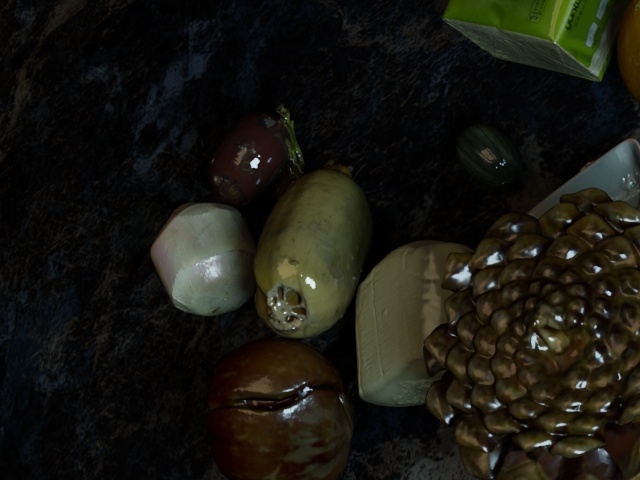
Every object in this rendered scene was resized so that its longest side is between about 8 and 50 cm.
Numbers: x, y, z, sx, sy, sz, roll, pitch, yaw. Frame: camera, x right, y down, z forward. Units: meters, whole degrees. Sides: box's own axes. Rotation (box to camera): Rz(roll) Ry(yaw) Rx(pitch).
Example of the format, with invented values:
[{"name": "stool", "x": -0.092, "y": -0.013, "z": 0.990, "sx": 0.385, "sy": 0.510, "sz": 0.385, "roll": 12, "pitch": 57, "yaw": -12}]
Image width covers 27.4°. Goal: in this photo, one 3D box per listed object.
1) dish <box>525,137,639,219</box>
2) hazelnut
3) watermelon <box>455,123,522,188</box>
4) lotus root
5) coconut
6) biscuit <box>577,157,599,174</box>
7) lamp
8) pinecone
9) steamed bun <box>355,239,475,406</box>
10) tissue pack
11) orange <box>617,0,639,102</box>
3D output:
[{"name": "dish", "x": 0.333, "y": -0.006, "z": 1.641, "sx": 0.234, "sy": 0.064, "sz": 0.154, "roll": -38, "pitch": 33, "yaw": 28}, {"name": "hazelnut", "x": -0.049, "y": 0.242, "z": 1.833, "sx": 0.218, "sy": 0.234, "sz": 0.218, "roll": -6, "pitch": 33, "yaw": 4}, {"name": "watermelon", "x": 0.233, "y": -0.115, "z": 1.806, "sx": 0.078, "sy": 0.078, "sz": 0.111, "roll": -52, "pitch": 56, "yaw": 12}, {"name": "lotus root", "x": 0.000, "y": 0.000, "z": 1.872, "sx": 0.151, "sy": 0.169, "sz": 0.343, "roll": 10, "pitch": 39, "yaw": 12}, {"name": "coconut", "x": -0.180, "y": 0.022, "z": 2.036, "sx": 0.171, "sy": 0.171, "sz": 0.183, "roll": -42, "pitch": 54, "yaw": 20}, {"name": "biscuit", "x": 0.336, "y": 0.033, "z": 1.707, "sx": 0.254, "sy": 0.029, "sz": 0.172, "roll": -52, "pitch": 50, "yaw": 13}, {"name": "lamp", "x": -0.097, "y": -0.118, "z": 2.041, "sx": 0.157, "sy": 0.135, "sz": 0.156, "roll": -39, "pitch": 16, "yaw": 51}, {"name": "pinecone", "x": 0.312, "y": 0.155, "z": 1.473, "sx": 0.384, "sy": 0.384, "sz": 0.385, "roll": -14, "pitch": 67, "yaw": 34}, {"name": "steamed bun", "x": 0.146, "y": 0.111, "z": 1.736, "sx": 0.250, "sy": 0.154, "sz": 0.200, "roll": -38, "pitch": 49, "yaw": 56}, {"name": "tissue pack", "x": 0.322, "y": -0.381, "z": 1.769, "sx": 0.200, "sy": 0.167, "sz": 0.275, "roll": 22, "pitch": 90, "yaw": 41}, {"name": "orange", "x": 0.463, "y": -0.228, "z": 1.586, "sx": 0.237, "sy": 0.179, "sz": 0.158, "roll": 16, "pitch": 42, "yaw": 36}]
